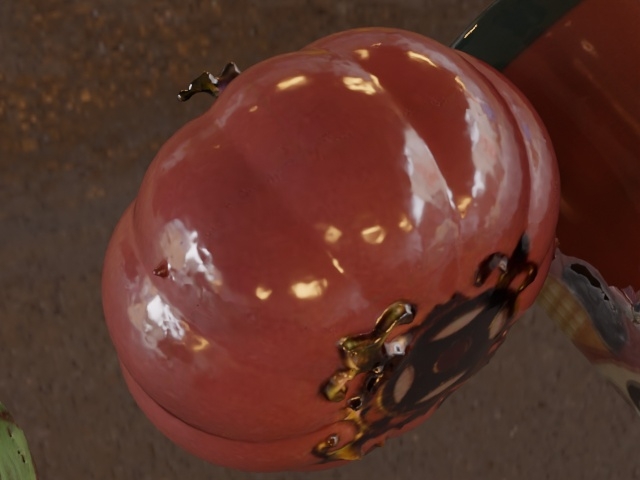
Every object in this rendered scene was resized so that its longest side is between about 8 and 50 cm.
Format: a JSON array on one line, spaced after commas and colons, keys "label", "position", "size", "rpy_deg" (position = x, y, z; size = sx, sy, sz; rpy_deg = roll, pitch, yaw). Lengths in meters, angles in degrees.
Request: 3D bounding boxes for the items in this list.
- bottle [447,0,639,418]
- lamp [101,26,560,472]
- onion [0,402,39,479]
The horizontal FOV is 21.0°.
[{"label": "bottle", "position": [0.189, 0.031, 0.728], "size": [0.144, 0.144, 0.336], "rpy_deg": [-35, 74, -24]}, {"label": "lamp", "position": [0.000, 0.000, 0.636], "size": [0.182, 0.182, 0.140], "rpy_deg": [-32, 61, -21]}, {"label": "onion", "position": [-0.116, 0.086, 0.393], "size": [0.118, 0.119, 0.117], "rpy_deg": [-7, 19, -3]}]
